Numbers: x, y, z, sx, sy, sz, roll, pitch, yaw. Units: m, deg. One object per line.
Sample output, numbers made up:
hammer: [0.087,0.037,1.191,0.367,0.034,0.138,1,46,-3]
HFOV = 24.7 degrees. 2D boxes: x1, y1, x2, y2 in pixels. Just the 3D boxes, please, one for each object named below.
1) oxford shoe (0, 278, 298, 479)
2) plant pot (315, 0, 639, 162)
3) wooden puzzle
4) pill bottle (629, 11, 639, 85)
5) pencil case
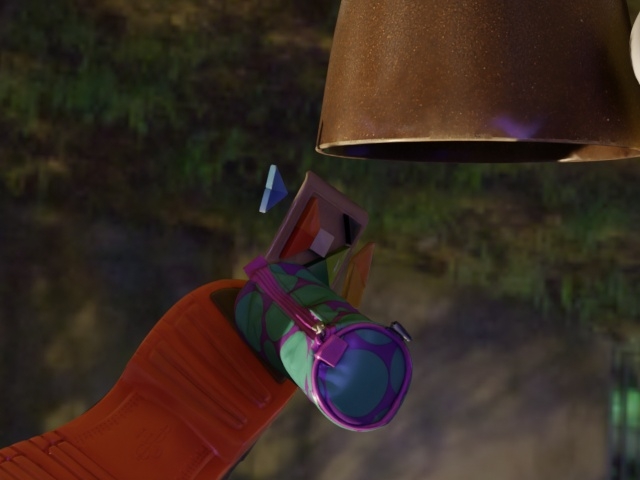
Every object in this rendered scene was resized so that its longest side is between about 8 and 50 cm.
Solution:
oxford shoe: [-0.144,0.178,0.932,0.364,0.130,0.133,-40,168,-34]
plant pot: [0.107,-0.171,0.954,0.215,0.230,0.215,1,179,0]
wooden puzzle: [0.000,0.000,0.960,0.014,0.078,0.116,15,173,46]
pill bottle: [0.278,-0.067,0.880,0.117,0.117,0.215,-1,144,40]
pencil case: [-0.001,0.058,0.868,0.064,0.070,0.152,-39,-156,-9]
